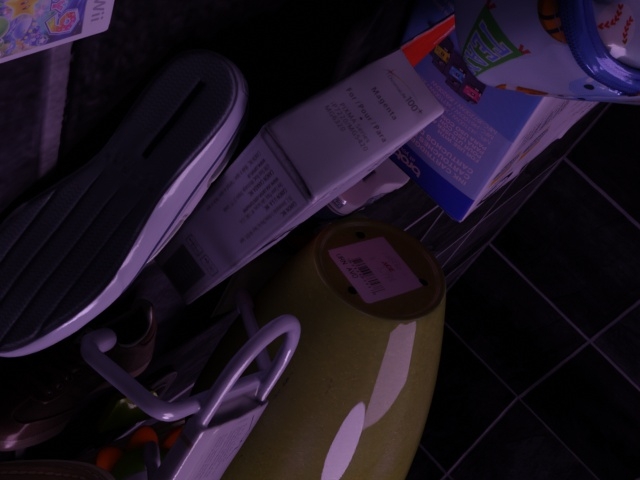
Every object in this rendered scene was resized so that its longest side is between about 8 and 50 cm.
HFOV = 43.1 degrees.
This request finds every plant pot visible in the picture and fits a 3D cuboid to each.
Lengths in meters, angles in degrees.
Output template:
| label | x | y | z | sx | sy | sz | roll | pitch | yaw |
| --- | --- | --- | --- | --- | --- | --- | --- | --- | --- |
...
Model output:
| label | x | y | z | sx | sy | sz | roll | pitch | yaw |
| --- | --- | --- | --- | --- | --- | --- | --- | --- | --- |
| plant pot | 0.016 | 0.127 | 0.868 | 0.275 | 0.275 | 0.293 | -32 | 154 | -42 |

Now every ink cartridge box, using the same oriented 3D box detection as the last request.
| label | x | y | z | sx | sy | sz | roll | pitch | yaw |
| --- | --- | --- | --- | --- | --- | --- | --- | --- | --- |
| ink cartridge box | 0.206 | -0.193 | 0.775 | 0.270 | 0.151 | 0.395 | -38 | 164 | -23 |
| ink cartridge box | 0.007 | -0.064 | 0.640 | 0.239 | 0.060 | 0.275 | -35 | 180 | -31 |

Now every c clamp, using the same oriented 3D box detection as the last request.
| label | x | y | z | sx | sy | sz | roll | pitch | yaw |
| --- | --- | --- | --- | --- | --- | --- | --- | --- | --- |
| c clamp | -0.244 | 0.226 | 1.020 | 0.137 | 0.022 | 0.160 | -25 | 158 | -54 |

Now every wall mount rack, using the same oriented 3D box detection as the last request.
| label | x | y | z | sx | sy | sz | roll | pitch | yaw |
| --- | --- | --- | --- | --- | --- | --- | --- | --- | --- |
| wall mount rack | -0.137 | 0.173 | 0.706 | 0.350 | 0.130 | 0.304 | -58 | 164 | 11 |

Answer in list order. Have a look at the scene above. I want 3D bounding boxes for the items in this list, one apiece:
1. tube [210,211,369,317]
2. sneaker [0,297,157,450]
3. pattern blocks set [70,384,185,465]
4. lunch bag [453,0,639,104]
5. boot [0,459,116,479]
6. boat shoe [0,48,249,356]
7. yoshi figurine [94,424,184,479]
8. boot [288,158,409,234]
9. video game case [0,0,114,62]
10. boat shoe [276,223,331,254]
| label | x | y | z | sx | sy | sz | roll | pitch | yaw |
| --- | --- | --- | --- | --- | --- | --- | --- | --- | --- |
| tube | -0.028 | 0.026 | 0.975 | 0.240 | 0.062 | 0.070 | -22 | 112 | -44 |
| sneaker | -0.211 | 0.102 | 0.682 | 0.188 | 0.066 | 0.071 | -33 | 147 | -57 |
| pattern blocks set | -0.236 | 0.305 | 0.987 | 0.325 | 0.026 | 0.285 | -1 | 111 | -40 |
| lunch bag | 0.205 | -0.203 | 0.474 | 0.303 | 0.243 | 0.115 | -4 | -172 | -35 |
| boot | -0.251 | 0.156 | 0.444 | 0.262 | 0.095 | 0.203 | -3 | 154 | -7 |
| boat shoe | -0.120 | -0.014 | 0.504 | 0.226 | 0.083 | 0.076 | -45 | 166 | 0 |
| yoshi figurine | -0.243 | 0.349 | 0.866 | 0.362 | 0.203 | 0.203 | -18 | 137 | -37 |
| boot | 0.026 | -0.062 | 0.874 | 0.086 | 0.069 | 0.190 | -27 | -179 | 33 |
| video game case | -0.133 | -0.107 | 0.335 | 0.122 | 0.011 | 0.087 | -33 | 163 | -40 |
| boat shoe | 0.000 | 0.000 | 0.915 | 0.137 | 0.043 | 0.049 | 19 | 85 | -52 |
